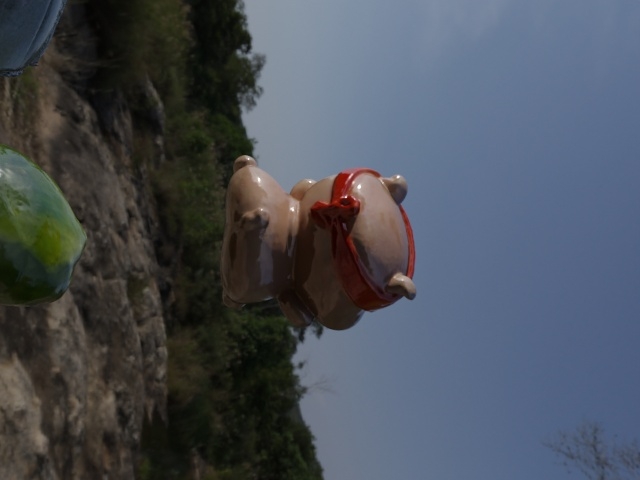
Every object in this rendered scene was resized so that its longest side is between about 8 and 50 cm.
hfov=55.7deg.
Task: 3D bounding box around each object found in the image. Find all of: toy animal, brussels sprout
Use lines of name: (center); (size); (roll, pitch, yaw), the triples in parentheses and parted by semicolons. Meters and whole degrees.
toy animal: (0.000, 0.000, 0.615); (0.171, 0.197, 0.171); (-175, -90, -89)
brussels sprout: (-0.299, -0.014, 0.554); (0.180, 0.161, 0.144); (-11, -122, 64)

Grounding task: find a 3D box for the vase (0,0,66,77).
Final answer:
vase: (-0.323, -0.388, 0.526); (0.250, 0.250, 0.445); (-117, -137, -63)
